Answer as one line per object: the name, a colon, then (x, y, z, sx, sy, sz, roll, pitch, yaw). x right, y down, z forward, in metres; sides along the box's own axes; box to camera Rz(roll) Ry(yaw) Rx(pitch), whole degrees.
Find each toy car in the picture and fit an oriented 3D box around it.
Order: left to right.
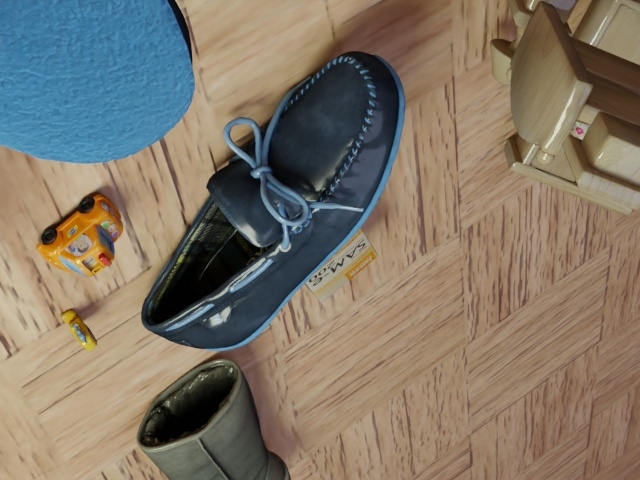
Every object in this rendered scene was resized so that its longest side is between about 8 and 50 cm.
toy car: (-0.148, 0.026, 0.856, 0.060, 0.040, 0.122, -30, 145, -19)

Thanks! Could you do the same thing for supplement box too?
supplement box: (0.000, 0.000, 0.988, 0.062, 0.036, 0.098, -40, 148, -3)

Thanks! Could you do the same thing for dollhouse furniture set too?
dollhouse furniture set: (0.258, -0.032, 0.922, 0.303, 0.355, 0.174, 20, 119, -12)

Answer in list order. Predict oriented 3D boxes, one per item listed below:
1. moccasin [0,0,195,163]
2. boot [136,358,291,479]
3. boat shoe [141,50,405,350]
moccasin: (-0.170, -0.161, 0.484, 0.137, 0.117, 0.342, -33, 134, 13)
boot: (-0.110, 0.212, 1.083, 0.189, 0.076, 0.208, -50, 157, -15)
boat shoe: (-0.034, -0.015, 0.872, 0.089, 0.109, 0.258, 6, 122, -46)
